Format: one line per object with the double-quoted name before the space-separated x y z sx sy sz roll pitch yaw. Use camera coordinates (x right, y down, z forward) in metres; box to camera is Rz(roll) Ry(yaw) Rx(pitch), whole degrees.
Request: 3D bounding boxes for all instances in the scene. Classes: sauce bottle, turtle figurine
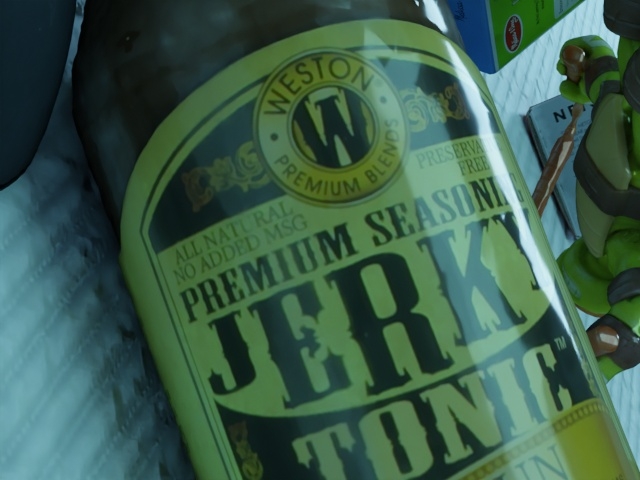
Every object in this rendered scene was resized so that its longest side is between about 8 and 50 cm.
"sauce bottle" 0.000 0.000 0.386 0.111 0.111 0.344 -11 77 -66
"turtle figurine" 0.131 -0.030 0.603 0.269 0.087 0.217 -75 171 -47

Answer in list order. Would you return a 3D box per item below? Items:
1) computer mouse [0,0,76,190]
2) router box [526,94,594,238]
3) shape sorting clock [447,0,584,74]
"computer mouse" -0.129 -0.127 0.283 0.262 0.060 0.184 65 23 -4
"router box" 0.326 -0.096 0.884 0.301 0.335 0.082 -1 70 -66
"shape sorting clock" 0.105 -0.151 0.634 0.040 0.206 0.206 49 18 20
